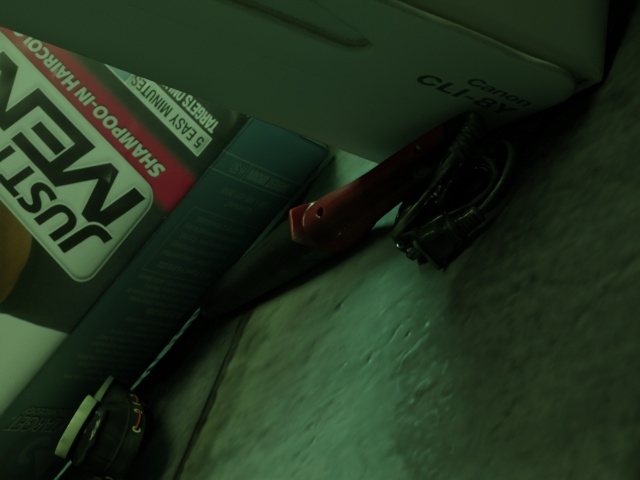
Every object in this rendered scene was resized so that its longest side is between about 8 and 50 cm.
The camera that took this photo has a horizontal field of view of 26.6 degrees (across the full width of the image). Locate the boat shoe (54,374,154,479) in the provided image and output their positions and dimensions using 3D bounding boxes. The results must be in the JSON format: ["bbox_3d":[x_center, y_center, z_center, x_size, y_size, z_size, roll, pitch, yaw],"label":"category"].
[{"bbox_3d":[-0.116,0.106,0.752,0.049,0.042,0.133,-62,4,-2],"label":"boat shoe"}]

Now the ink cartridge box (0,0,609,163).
[{"bbox_3d":[-0.012,-0.260,0.619,0.160,0.279,0.385,-23,54,57],"label":"ink cartridge box"}]

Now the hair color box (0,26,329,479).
[{"bbox_3d":[-0.193,0.019,0.825,0.374,0.185,0.113,-50,-22,10],"label":"hair color box"}]

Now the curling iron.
[{"bbox_3d":[0.000,0.000,0.669,0.274,0.035,0.068,-23,33,56],"label":"curling iron"}]
